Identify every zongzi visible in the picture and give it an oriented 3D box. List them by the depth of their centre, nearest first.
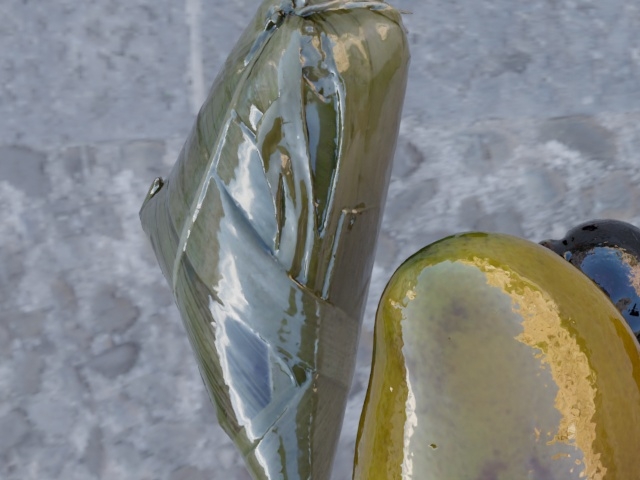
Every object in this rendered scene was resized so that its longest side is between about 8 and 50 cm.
[{"bbox_3d":[0.020,-0.001,1.499,0.467,0.218,0.500,65,144,29],"label":"zongzi"}]

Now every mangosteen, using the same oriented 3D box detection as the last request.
[{"bbox_3d":[0.234,0.047,1.344,0.151,0.137,0.137,4,99,0],"label":"mangosteen"}]

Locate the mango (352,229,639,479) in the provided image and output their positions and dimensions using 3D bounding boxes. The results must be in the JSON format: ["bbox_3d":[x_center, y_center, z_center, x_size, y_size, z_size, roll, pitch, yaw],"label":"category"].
[{"bbox_3d":[0.149,0.170,1.223,0.263,0.221,0.378,-13,107,-7],"label":"mango"}]
